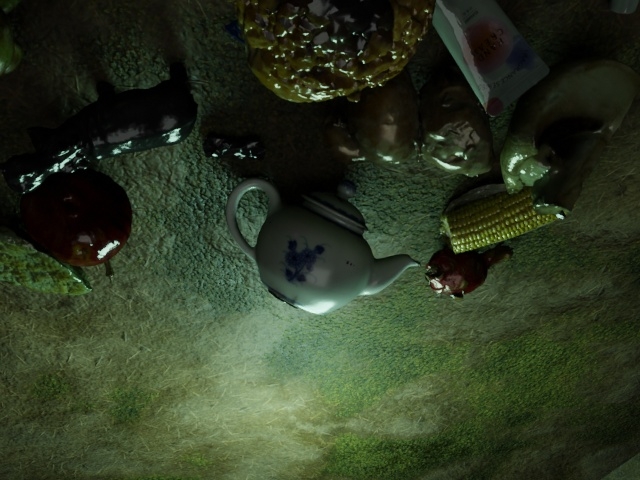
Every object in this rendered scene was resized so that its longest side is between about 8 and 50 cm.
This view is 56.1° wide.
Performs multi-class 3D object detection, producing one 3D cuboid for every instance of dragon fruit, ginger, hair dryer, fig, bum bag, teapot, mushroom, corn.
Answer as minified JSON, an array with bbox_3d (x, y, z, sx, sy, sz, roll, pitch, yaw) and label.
[{"bbox_3d":[0.364,0.060,1.453,0.246,0.125,0.125,-23,166,-13],"label":"dragon fruit"},{"bbox_3d":[0.185,-0.232,1.108,0.375,0.176,0.256,-8,117,1],"label":"ginger"},{"bbox_3d":[0.486,-0.438,1.037,0.137,0.047,0.082,-1,133,3],"label":"hair dryer"},{"bbox_3d":[-0.470,-0.043,1.202,0.203,0.186,0.249,23,171,-4],"label":"fig"},{"bbox_3d":[-0.170,-0.182,1.184,0.124,0.034,0.058,1,143,-9],"label":"bum bag"},{"bbox_3d":[0.000,0.000,1.263,0.424,0.252,0.280,26,93,-2],"label":"teapot"},{"bbox_3d":[0.413,-0.201,1.125,0.212,0.217,0.292,19,91,-21],"label":"mushroom"},{"bbox_3d":[0.411,-0.064,1.342,0.305,0.122,0.123,-21,159,14],"label":"corn"}]

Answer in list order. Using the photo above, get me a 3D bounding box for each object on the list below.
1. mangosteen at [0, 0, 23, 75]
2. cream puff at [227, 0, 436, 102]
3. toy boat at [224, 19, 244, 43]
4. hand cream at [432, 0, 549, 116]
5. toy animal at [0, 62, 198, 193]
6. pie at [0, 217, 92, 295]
[{"bbox_3d":[-0.571,-0.309,0.828,0.346,0.307,0.307,-13,137,-20],"label":"mangosteen"},{"bbox_3d":[0.007,-0.349,0.837,0.327,0.231,0.343,16,113,-21],"label":"cream puff"},{"bbox_3d":[-0.075,-0.343,1.022,0.175,0.091,0.110,4,160,-8],"label":"toy boat"},{"bbox_3d":[0.230,-0.368,0.967,0.124,0.078,0.341,-39,103,6],"label":"hand cream"},{"bbox_3d":[-0.376,-0.193,1.045,0.343,0.168,0.106,-23,136,-7],"label":"toy animal"},{"bbox_3d":[-0.607,0.038,1.233,0.257,0.106,0.274,-7,146,45],"label":"pie"}]
